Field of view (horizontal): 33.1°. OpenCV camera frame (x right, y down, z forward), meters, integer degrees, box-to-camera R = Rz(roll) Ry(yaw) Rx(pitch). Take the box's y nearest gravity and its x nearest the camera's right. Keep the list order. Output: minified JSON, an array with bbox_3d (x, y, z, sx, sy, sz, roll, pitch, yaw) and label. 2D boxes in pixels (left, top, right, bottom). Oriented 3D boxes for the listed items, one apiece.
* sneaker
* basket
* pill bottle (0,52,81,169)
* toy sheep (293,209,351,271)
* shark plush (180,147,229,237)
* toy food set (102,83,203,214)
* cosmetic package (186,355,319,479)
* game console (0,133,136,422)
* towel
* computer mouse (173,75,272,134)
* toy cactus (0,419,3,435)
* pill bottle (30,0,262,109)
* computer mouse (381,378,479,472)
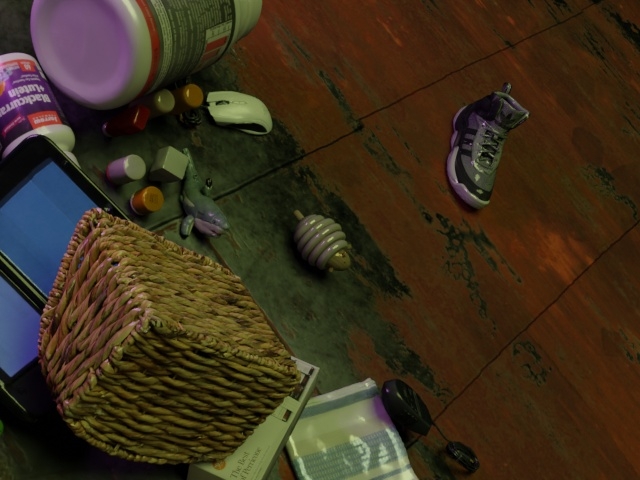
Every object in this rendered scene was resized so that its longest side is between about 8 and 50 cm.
[{"bbox_3d":[0.332,-0.197,2.118,0.101,0.153,0.268,25,48,-21],"label":"sneaker"},{"bbox_3d":[-0.216,0.138,1.377,0.299,0.213,0.223,27,20,-48],"label":"basket"},{"bbox_3d":[-0.420,-0.163,1.551,0.108,0.108,0.193,-16,71,-43],"label":"pill bottle"},{"bbox_3d":[0.000,0.000,1.778,0.132,0.091,0.091,44,42,16],"label":"toy sheep"},{"bbox_3d":[-0.181,-0.072,1.699,0.073,0.067,0.161,9,55,-33],"label":"shark plush"},{"bbox_3d":[-0.277,-0.149,1.685,0.111,0.105,0.232,30,63,-35],"label":"toy food set"},{"bbox_3d":[-0.092,0.258,1.517,0.099,0.060,0.239,21,44,9],"label":"cosmetic package"},{"bbox_3d":[-0.370,0.041,1.388,0.293,0.173,0.250,45,26,-2],"label":"game console"},{"bbox_3d":[0.062,0.354,1.608,0.209,0.034,0.285,-9,67,-40],"label":"towel"},{"bbox_3d":[-0.159,-0.231,1.847,0.193,0.042,0.106,8,55,-33],"label":"computer mouse"},{"bbox_3d":[-0.486,0.192,1.268,0.219,0.112,0.180,-3,52,-29],"label":"toy cactus"},{"bbox_3d":[-0.252,-0.347,1.664,0.210,0.210,0.363,49,37,2],"label":"pill bottle"},{"bbox_3d":[0.171,0.301,1.705,0.242,0.041,0.071,45,18,-25],"label":"computer mouse"}]
